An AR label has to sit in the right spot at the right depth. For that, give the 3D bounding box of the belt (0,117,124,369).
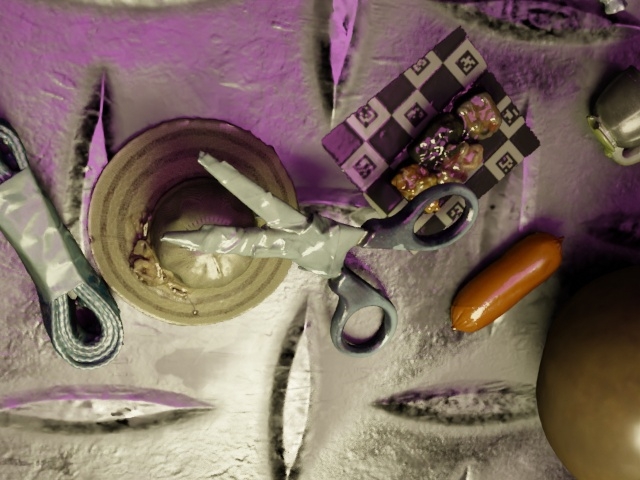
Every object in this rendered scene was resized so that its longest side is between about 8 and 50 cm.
[{"bbox_3d":[-0.305,0.005,0.951,0.087,0.072,0.302,-28,111,-8],"label":"belt"}]

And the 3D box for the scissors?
[{"bbox_3d":[0.000,0.000,0.970,0.383,0.029,0.256,21,110,-41],"label":"scissors"}]

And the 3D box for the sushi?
[{"bbox_3d":[0.143,-0.110,1.045,0.215,0.050,0.192,-41,112,0],"label":"sushi"}]

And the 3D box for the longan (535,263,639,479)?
[{"bbox_3d":[0.416,0.174,1.076,0.319,0.319,0.319,-4,107,-13],"label":"longan"}]

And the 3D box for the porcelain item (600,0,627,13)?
[{"bbox_3d":[0.337,-0.309,1.047,0.036,0.028,0.083,-29,110,-2],"label":"porcelain item"}]

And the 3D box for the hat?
[{"bbox_3d":[-0.127,-0.003,0.976,0.252,0.110,0.252,-4,107,-13],"label":"hat"}]

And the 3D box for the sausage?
[{"bbox_3d":[0.235,0.051,1.118,0.183,0.054,0.062,-37,84,1],"label":"sausage"}]

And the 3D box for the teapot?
[{"bbox_3d":[0.379,-0.140,1.080,0.091,0.092,0.124,-37,106,16],"label":"teapot"}]
